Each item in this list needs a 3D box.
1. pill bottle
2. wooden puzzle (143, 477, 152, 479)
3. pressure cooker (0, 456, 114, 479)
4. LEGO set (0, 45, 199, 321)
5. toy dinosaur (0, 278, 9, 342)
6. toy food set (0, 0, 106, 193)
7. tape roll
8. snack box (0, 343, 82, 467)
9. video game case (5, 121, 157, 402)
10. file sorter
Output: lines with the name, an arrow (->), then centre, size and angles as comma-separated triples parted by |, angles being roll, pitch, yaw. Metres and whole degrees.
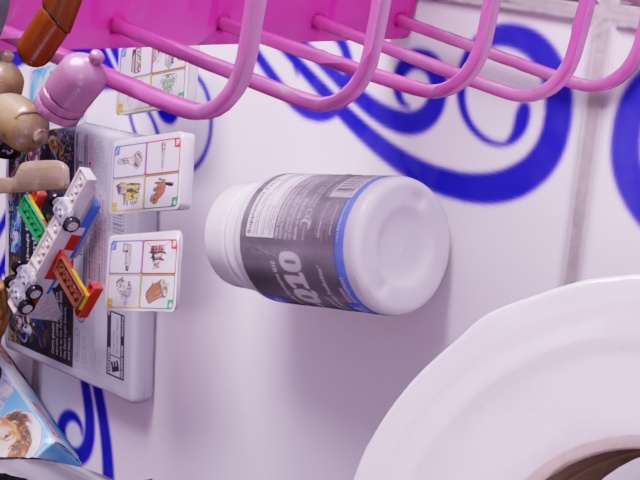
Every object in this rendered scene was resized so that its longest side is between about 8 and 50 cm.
pill bottle -> 0.000, 0.000, 0.842 | 0.137, 0.078, 0.078 | 4, 99, 47
wooden puzzle -> -0.121, 0.215, 1.057 | 0.049, 0.006, 0.083 | -44, 64, 41
pressure cooker -> -0.113, 0.331, 0.790 | 0.420, 0.375, 0.369 | 15, 90, 52
LEGO set -> -0.155, -0.038, 1.012 | 0.244, 0.060, 0.182 | -4, 81, 46
toy dinosaur -> -0.253, 0.051, 1.101 | 0.112, 0.064, 0.211 | -66, 15, 1
toy food set -> -0.111, -0.080, 0.574 | 0.078, 0.019, 0.122 | -1, 89, 42
tape roll -> 0.149, 0.158, 0.618 | 0.286, 0.100, 0.286 | -4, 82, 27
snack box -> -0.363, 0.202, 1.132 | 0.322, 0.060, 0.187 | -39, 58, -6
video game case -> -0.179, 0.007, 1.079 | 0.173, 0.022, 0.190 | 15, 107, 45
file sorter -> 0.017, -0.165, 0.648 | 0.182, 0.291, 0.202 | 26, 115, 39
